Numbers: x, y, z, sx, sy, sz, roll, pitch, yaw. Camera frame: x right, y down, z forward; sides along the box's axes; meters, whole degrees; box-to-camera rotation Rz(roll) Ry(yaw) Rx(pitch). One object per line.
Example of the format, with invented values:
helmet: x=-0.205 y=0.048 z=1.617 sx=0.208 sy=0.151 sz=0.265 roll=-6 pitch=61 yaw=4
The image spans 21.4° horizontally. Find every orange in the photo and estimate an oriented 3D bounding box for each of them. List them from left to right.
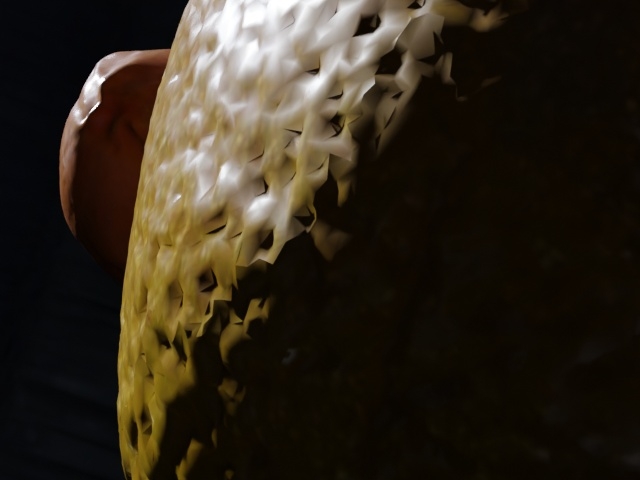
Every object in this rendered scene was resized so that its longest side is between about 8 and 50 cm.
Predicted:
orange: x=0.095 y=0.003 z=0.511 sx=0.357 sy=0.322 sz=0.322 roll=-57 pitch=4 yaw=-30

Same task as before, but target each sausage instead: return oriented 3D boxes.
sausage: x=-0.001 y=-0.001 z=0.760 sx=0.133 sy=0.258 sz=0.133 roll=-43 pitch=33 yaw=38
